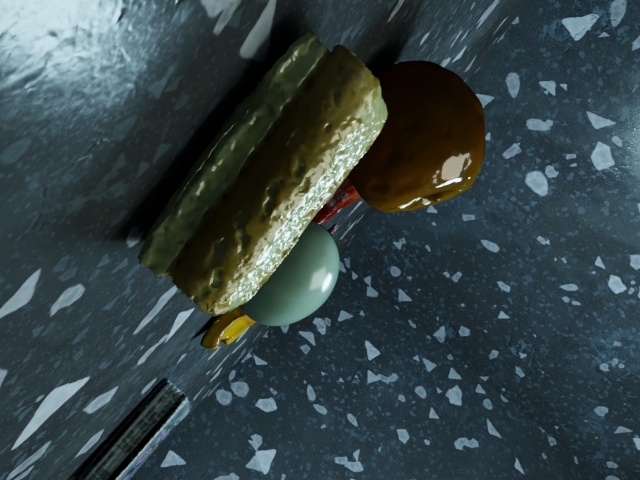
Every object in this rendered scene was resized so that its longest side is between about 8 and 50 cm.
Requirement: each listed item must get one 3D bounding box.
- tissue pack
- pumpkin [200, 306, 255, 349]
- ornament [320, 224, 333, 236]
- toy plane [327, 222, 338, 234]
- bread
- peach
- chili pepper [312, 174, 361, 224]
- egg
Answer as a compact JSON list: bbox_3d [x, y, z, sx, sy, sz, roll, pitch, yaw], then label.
[{"bbox_3d":[-0.541,0.594,1.731,0.361,0.122,0.259,-50,176,-23],"label":"tissue pack"},{"bbox_3d":[-0.217,0.235,1.774,0.258,0.095,0.290,-38,163,3],"label":"pumpkin"},{"bbox_3d":[-0.046,0.031,2.044,0.203,0.088,0.081,-46,172,-20],"label":"ornament"},{"bbox_3d":[-0.003,-0.002,2.273,0.189,0.061,0.130,-54,173,-2],"label":"toy plane"},{"bbox_3d":[-0.068,-0.089,0.809,0.375,0.165,0.236,-52,176,7],"label":"bread"},{"bbox_3d":[0.204,-0.233,1.294,0.343,0.301,0.343,-17,171,-3],"label":"peach"},{"bbox_3d":[0.049,-0.140,1.710,0.253,0.136,0.144,-42,-135,38],"label":"chili pepper"},{"bbox_3d":[-0.090,0.082,1.378,0.230,0.230,0.371,-46,179,-36],"label":"egg"}]
